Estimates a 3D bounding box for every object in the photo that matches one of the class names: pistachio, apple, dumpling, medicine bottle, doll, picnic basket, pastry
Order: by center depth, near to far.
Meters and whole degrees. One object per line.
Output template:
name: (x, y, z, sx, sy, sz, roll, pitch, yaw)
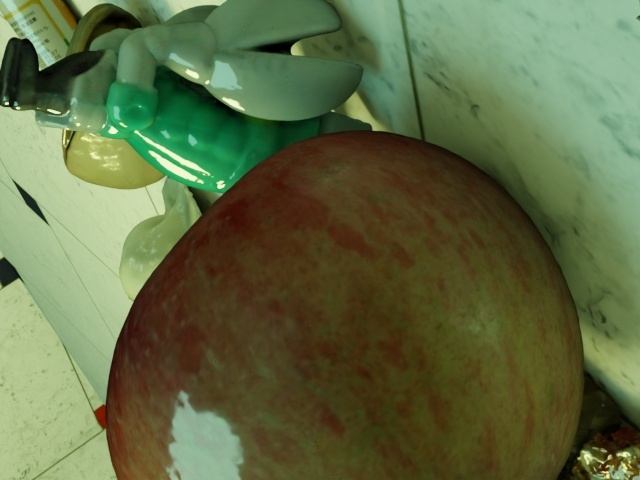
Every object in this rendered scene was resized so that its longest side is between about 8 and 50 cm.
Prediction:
apple: (0.022, 0.103, 0.841, 0.269, 0.345, 0.345, 44, 162, 12)
doll: (-0.076, -0.109, 0.891, 0.195, 0.153, 0.258, 19, -171, 36)
pastry: (0.250, 0.200, 0.920, 0.087, 0.063, 0.169, -29, 98, 49)
picnic basket: (0.174, 0.150, 1.012, 0.110, 0.055, 0.193, 42, 160, 23)
pistachio: (-0.191, -0.129, 1.199, 0.129, 0.131, 0.206, 36, 155, 15)
medicine bottle: (-0.314, -0.264, 1.341, 0.221, 0.061, 0.092, 57, 180, -18)
dumpling: (-0.162, 0.010, 1.461, 0.247, 0.142, 0.173, 177, 90, -76)

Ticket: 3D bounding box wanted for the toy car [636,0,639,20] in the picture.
toy car: (0.124, -0.140, 0.535, 0.142, 0.055, 0.069, 42, 155, 56)
